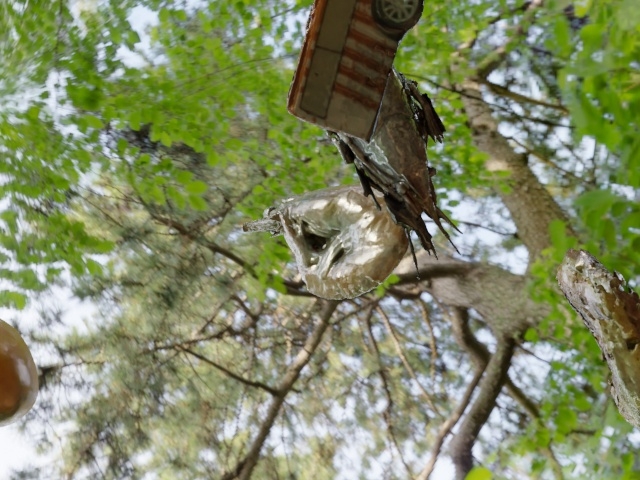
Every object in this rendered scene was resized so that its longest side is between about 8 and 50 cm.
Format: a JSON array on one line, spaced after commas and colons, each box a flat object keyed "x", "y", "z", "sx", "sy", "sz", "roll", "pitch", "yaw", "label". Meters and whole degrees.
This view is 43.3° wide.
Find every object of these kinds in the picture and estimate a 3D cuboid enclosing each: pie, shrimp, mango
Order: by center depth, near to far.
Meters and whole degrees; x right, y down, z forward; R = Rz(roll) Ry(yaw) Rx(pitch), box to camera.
[{"x": 0.081, "y": -0.121, "z": 1.002, "sx": 0.116, "sy": 0.145, "sz": 0.343, "roll": -26, "pitch": -86, "yaw": -15, "label": "shrimp"}, {"x": -0.427, "y": 0.162, "z": 1.032, "sx": 0.112, "sy": 0.219, "sz": 0.145, "roll": -32, "pitch": -75, "yaw": -17, "label": "mango"}, {"x": 0.415, "y": 0.138, "z": 1.115, "sx": 0.085, "sy": 0.308, "sz": 0.308, "roll": -25, "pitch": -70, "yaw": 12, "label": "pie"}, {"x": 0.000, "y": 0.000, "z": 1.129, "sx": 0.077, "sy": 0.317, "sz": 0.168, "roll": 33, "pitch": -113, "yaw": -38, "label": "shrimp"}]

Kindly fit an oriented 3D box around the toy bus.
[{"x": 0.067, "y": -0.285, "z": 0.649, "sx": 0.092, "sy": 0.093, "sz": 0.409, "roll": 16, "pitch": -75, "yaw": -2, "label": "toy bus"}]
